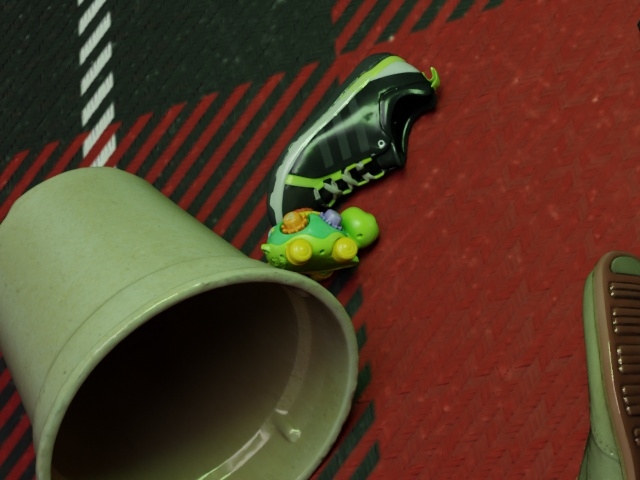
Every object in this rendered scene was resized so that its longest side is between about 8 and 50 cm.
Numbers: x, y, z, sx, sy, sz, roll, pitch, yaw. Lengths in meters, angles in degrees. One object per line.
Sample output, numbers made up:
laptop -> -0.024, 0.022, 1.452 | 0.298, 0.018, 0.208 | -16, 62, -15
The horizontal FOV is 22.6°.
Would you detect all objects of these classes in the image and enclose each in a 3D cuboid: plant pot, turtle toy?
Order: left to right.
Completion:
plant pot -> -0.183, 0.094, 1.577 | 0.334, 0.334, 0.305 | -47, 47, 1
turtle toy -> 0.000, 0.000, 1.632 | 0.130, 0.095, 0.066 | -3, 75, -23

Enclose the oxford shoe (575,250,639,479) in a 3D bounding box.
oxford shoe -> 0.262, 0.184, 1.408 | 0.130, 0.123, 0.348 | -27, 61, 49

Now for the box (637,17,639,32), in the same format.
box -> 0.359, -0.156, 1.518 | 0.036, 0.114, 0.207 | -9, 62, -9

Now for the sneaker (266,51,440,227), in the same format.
sneaker -> 0.037, -0.094, 1.662 | 0.097, 0.084, 0.235 | 33, 86, 30
